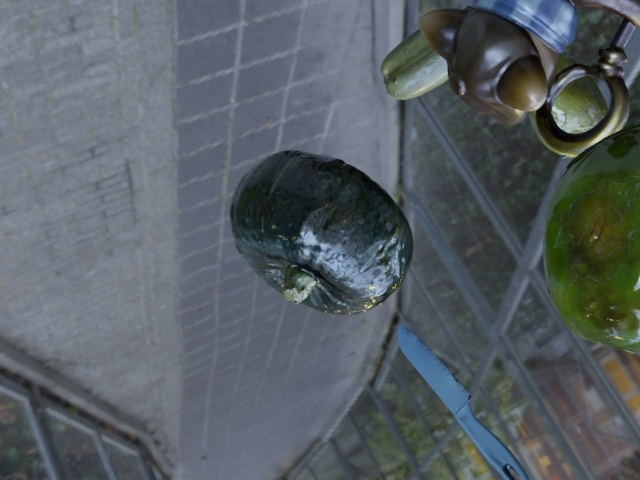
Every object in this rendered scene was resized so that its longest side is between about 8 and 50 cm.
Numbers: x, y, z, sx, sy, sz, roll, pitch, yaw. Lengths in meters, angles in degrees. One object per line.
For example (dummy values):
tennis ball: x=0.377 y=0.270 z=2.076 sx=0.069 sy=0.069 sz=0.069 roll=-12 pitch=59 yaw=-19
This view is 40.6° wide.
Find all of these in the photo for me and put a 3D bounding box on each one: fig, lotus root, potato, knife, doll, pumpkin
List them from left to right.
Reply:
pumpkin: x=0.000 y=-0.002 z=0.933 sx=0.152 sy=0.211 sz=0.212 roll=-56 pitch=163 yaw=-10
lotus root: x=0.171 y=-0.280 z=1.298 sx=0.183 sy=0.090 sz=0.077 roll=-35 pitch=156 yaw=27
knife: x=0.195 y=0.230 z=1.223 sx=0.019 sy=0.313 sz=0.045 roll=10 pitch=122 yaw=-47
doll: x=0.302 y=-0.307 z=1.143 sx=0.340 sy=0.317 sz=0.209 roll=-58 pitch=160 yaw=-1
potato: x=0.471 y=-0.282 z=1.725 sx=0.143 sy=0.248 sz=0.169 roll=-38 pitch=-178 yaw=36
fig: x=0.333 y=0.003 z=0.771 sx=0.274 sy=0.206 sz=0.206 roll=1 pitch=146 yaw=-33
